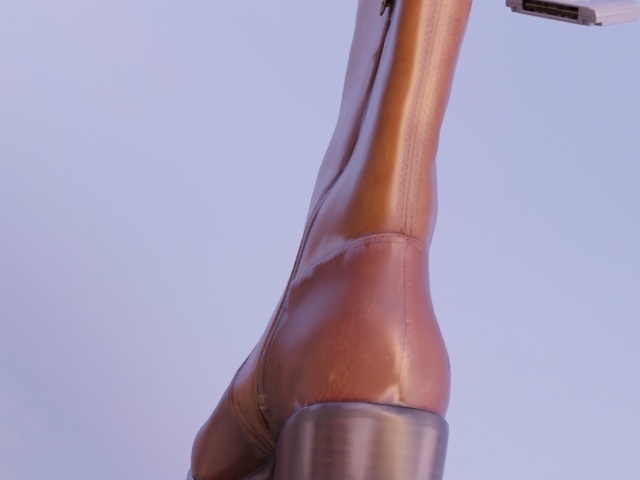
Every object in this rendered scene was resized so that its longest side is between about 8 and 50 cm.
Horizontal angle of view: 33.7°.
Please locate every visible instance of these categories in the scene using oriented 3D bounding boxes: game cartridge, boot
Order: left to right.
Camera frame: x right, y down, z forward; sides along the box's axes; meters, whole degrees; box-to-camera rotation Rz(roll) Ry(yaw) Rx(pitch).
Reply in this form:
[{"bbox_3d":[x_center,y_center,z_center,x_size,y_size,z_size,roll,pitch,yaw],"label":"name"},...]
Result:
[{"bbox_3d":[0.000,0.000,0.541,0.096,0.280,0.264,9,-15,-8],"label":"boot"},{"bbox_3d":[0.181,-0.167,0.751,0.083,0.056,0.017,26,-61,47],"label":"game cartridge"}]
